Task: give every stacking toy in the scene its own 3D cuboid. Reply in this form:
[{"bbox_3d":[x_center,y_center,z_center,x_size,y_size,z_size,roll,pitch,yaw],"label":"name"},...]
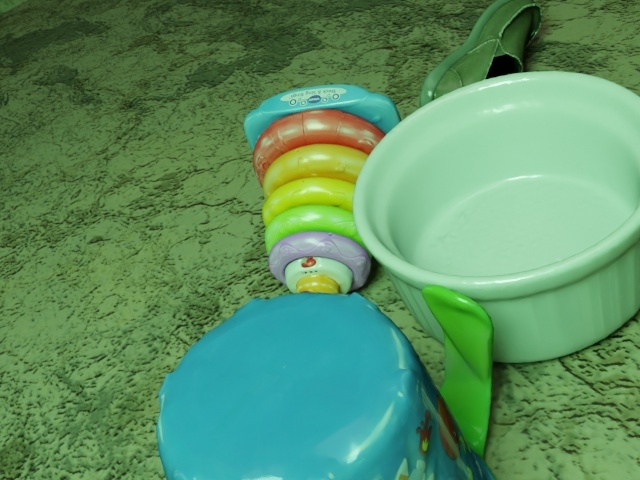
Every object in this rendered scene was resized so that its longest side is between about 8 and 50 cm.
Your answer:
[{"bbox_3d":[0.000,0.000,0.838,0.175,0.166,0.302,-5,55,14],"label":"stacking toy"}]

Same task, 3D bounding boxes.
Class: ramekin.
[{"bbox_3d":[0.180,-0.020,0.749,0.277,0.135,0.277,-15,41,13],"label":"ramekin"}]

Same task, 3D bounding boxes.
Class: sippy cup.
[{"bbox_3d":[0.004,0.163,0.548,0.239,0.224,0.306,-9,39,16],"label":"sippy cup"}]

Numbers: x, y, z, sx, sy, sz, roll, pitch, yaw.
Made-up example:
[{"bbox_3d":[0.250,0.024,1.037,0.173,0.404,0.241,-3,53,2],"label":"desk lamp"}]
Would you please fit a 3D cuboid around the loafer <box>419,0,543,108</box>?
[{"bbox_3d":[0.227,-0.226,1.045,0.087,0.094,0.251,26,61,30],"label":"loafer"}]
